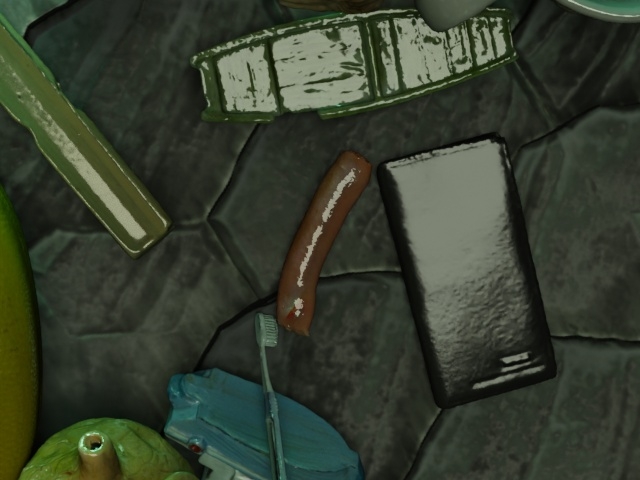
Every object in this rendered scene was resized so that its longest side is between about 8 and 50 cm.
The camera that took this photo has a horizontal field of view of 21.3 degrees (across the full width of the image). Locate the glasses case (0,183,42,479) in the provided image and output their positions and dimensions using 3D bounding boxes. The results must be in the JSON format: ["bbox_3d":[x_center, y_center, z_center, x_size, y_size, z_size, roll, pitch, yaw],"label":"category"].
[{"bbox_3d":[-0.335,0.086,1.496,0.173,0.141,0.371,-5,99,-5],"label":"glasses case"}]

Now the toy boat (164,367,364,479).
[{"bbox_3d":[-0.057,0.199,1.577,0.215,0.088,0.102,25,130,-10],"label":"toy boat"}]

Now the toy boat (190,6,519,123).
[{"bbox_3d":[0.031,-0.162,1.538,0.293,0.055,0.093,-10,98,-3],"label":"toy boat"}]

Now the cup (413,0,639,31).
[{"bbox_3d":[0.204,-0.273,1.437,0.301,0.257,0.227,-36,97,-1],"label":"cup"}]

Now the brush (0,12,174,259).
[{"bbox_3d":[-0.237,-0.105,1.528,0.054,0.048,0.282,-40,92,-1],"label":"brush"}]

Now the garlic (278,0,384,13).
[{"bbox_3d":[0.040,-0.327,1.405,0.132,0.279,0.325,14,79,8],"label":"garlic"}]

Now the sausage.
[{"bbox_3d":[0.000,0.000,1.565,0.047,0.040,0.176,22,96,-14],"label":"sausage"}]

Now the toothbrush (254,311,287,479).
[{"bbox_3d":[-0.041,0.159,1.527,0.019,0.016,0.219,9,53,-22],"label":"toothbrush"}]

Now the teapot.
[{"bbox_3d":[-0.158,0.268,1.497,0.167,0.203,0.311,0,138,25],"label":"teapot"}]

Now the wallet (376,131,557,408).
[{"bbox_3d":[0.139,0.030,1.590,0.124,0.025,0.244,-14,100,-3],"label":"wallet"}]
